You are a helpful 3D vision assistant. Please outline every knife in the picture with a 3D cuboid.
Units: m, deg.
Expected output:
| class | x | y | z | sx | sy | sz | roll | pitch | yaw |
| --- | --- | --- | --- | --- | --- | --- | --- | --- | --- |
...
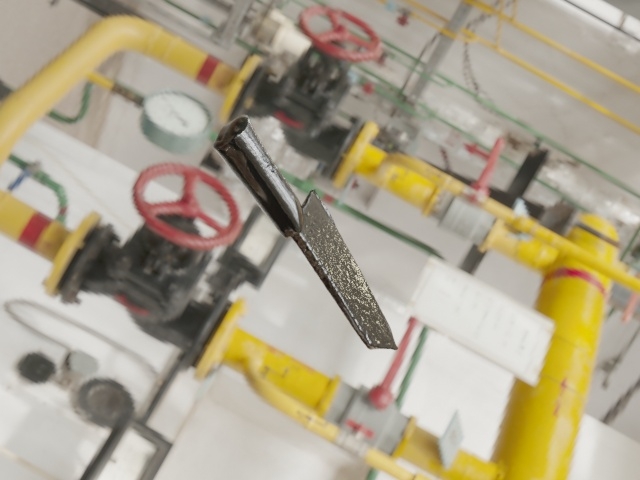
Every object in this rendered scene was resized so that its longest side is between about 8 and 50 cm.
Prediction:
| class | x | y | z | sx | sy | sz | roll | pitch | yaw |
| --- | --- | --- | --- | --- | --- | --- | --- | --- | --- |
| knife | 0.000 | 0.000 | 0.796 | 0.028 | 0.230 | 0.060 | -19 | -153 | 31 |
